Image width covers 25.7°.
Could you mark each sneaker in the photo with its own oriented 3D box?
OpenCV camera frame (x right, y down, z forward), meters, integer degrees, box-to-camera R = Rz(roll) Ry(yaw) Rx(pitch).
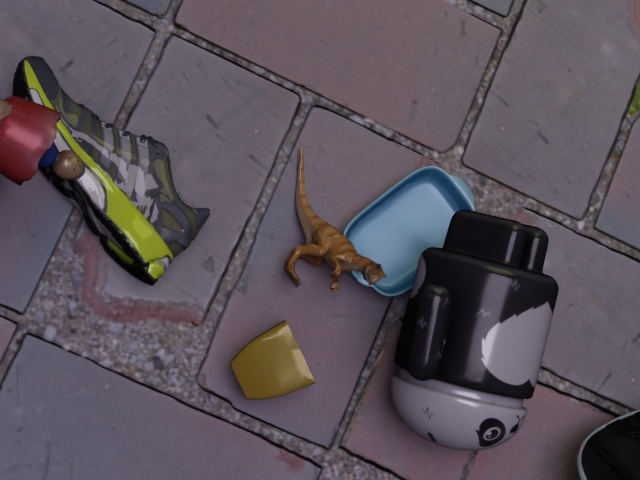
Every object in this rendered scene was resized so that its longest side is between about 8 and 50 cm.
[{"bbox_3d":[-0.250,-0.095,1.647,0.121,0.111,0.300,-39,97,-25],"label":"sneaker"}]

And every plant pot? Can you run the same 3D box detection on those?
[{"bbox_3d":[-0.061,0.148,1.659,0.083,0.081,0.081,-25,88,-3],"label":"plant pot"}]

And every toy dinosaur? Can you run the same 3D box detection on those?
[{"bbox_3d":[0.000,0.000,1.699,0.112,0.064,0.211,-39,60,-5],"label":"toy dinosaur"}]

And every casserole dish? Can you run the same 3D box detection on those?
[{"bbox_3d":[0.109,-0.010,1.740,0.188,0.037,0.114,-38,92,-14],"label":"casserole dish"}]

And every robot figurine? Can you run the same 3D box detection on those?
[{"bbox_3d":[0.185,0.109,1.657,0.209,0.173,0.278,14,90,-15],"label":"robot figurine"}]

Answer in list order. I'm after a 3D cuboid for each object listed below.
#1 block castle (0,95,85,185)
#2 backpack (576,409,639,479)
[{"bbox_3d":[-0.437,0.058,1.463,0.213,0.303,0.453,27,78,-21],"label":"block castle"},{"bbox_3d":[0.424,0.326,1.674,0.225,0.191,0.253,-19,47,-15],"label":"backpack"}]
